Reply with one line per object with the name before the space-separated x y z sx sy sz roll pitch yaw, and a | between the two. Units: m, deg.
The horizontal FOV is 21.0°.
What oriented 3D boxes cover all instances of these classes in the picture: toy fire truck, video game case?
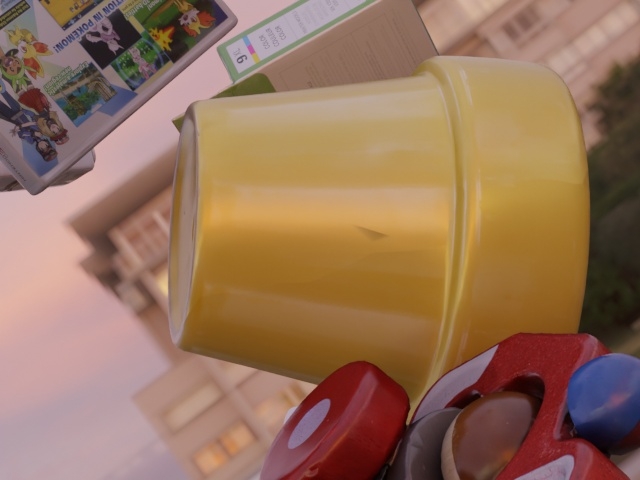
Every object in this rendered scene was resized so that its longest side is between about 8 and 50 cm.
toy fire truck | 0.074 0.165 0.899 0.254 0.169 0.302 -34 19 48
video game case | -0.270 -0.246 1.685 0.036 0.300 0.329 -31 12 48

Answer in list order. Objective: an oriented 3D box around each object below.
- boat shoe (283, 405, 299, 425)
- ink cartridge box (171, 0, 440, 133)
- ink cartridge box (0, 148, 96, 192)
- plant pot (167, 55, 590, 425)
boat shoe | -0.023 0.245 1.855 0.228 0.080 0.076 127 163 -62
ink cartridge box | -0.012 -0.125 1.379 0.209 0.062 0.109 -30 -50 1
ink cartridge box | -0.401 -0.140 2.093 0.219 0.160 0.092 -7 -11 -38
plant pot | 0.025 -0.001 1.145 0.239 0.254 0.254 3 -17 -11
